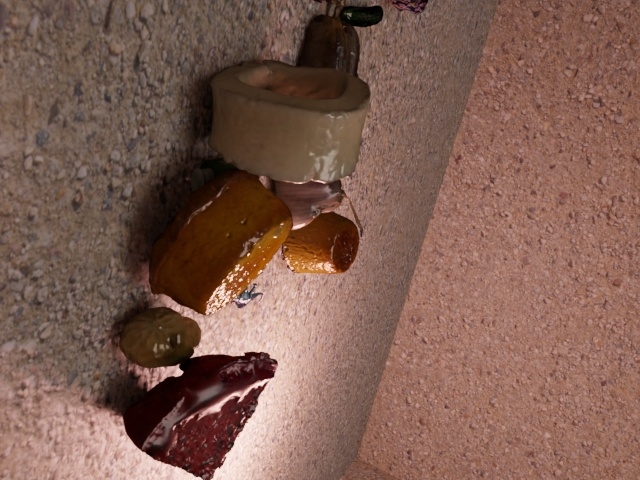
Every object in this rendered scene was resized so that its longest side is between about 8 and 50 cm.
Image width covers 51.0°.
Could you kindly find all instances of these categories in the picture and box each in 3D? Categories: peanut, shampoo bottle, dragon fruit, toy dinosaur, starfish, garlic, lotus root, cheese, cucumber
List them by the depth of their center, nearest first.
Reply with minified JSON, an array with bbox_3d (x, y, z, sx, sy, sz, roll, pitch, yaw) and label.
[{"bbox_3d":[-0.054,-0.247,1.313,0.332,0.292,0.153,-58,161,-61],"label":"cheese"},{"bbox_3d":[-0.306,0.192,1.334,0.236,0.110,0.120,17,71,-73],"label":"peanut"},{"bbox_3d":[-0.194,-0.137,1.368,0.204,0.065,0.065,-25,133,-63],"label":"shampoo bottle"},{"bbox_3d":[-0.229,0.354,1.419,0.330,0.302,0.240,-33,104,-19],"label":"dragon fruit"},{"bbox_3d":[0.025,-0.359,1.573,0.167,0.078,0.330,1,98,-32],"label":"lotus root"},{"bbox_3d":[0.041,-0.563,1.598,0.133,0.041,0.130,-29,137,-61],"label":"starfish"},{"bbox_3d":[-0.193,0.132,1.672,0.080,0.045,0.197,-59,155,9],"label":"toy dinosaur"},{"bbox_3d":[-0.009,-0.095,1.695,0.207,0.256,0.207,-46,-166,15],"label":"garlic"},{"bbox_3d":[0.102,-0.578,1.727,0.214,0.052,0.058,-33,150,-59],"label":"cucumber"}]

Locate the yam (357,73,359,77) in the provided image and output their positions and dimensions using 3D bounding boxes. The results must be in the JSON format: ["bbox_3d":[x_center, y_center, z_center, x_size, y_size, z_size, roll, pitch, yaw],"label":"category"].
[{"bbox_3d":[0.049,-0.430,1.698,0.084,0.084,0.127,-68,158,-4],"label":"yam"}]

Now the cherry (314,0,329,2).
[{"bbox_3d":[0.019,-0.582,1.317,0.175,0.192,0.250,-37,-159,52],"label":"cherry"}]

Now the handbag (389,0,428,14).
[{"bbox_3d":[0.255,-0.751,1.852,0.228,0.126,0.208,10,101,-62],"label":"handbag"}]

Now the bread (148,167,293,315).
[{"bbox_3d":[-0.190,0.004,1.286,0.312,0.172,0.312,-50,171,-11],"label":"bread"}]

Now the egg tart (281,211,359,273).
[{"bbox_3d":[0.000,0.000,1.865,0.215,0.170,0.215,-23,119,-51],"label":"egg tart"}]
